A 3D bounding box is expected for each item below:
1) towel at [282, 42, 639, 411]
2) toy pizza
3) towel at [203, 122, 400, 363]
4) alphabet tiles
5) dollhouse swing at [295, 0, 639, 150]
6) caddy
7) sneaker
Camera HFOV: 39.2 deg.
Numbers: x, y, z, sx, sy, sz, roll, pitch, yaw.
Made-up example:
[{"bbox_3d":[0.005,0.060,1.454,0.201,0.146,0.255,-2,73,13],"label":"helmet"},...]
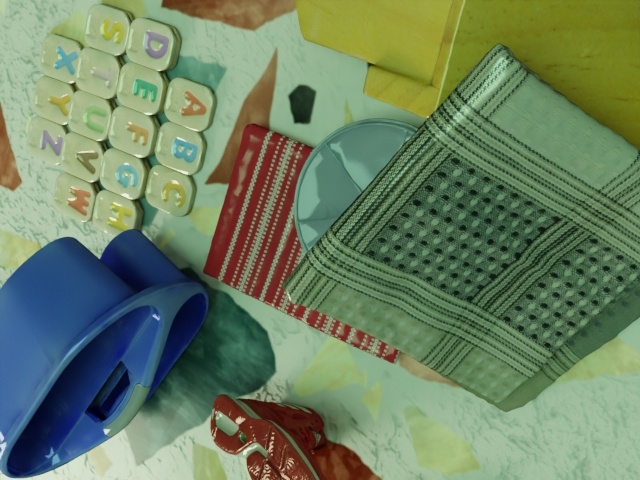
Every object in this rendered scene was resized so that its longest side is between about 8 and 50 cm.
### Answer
[{"bbox_3d":[0.177,0.021,0.837,0.324,0.056,0.312,29,118,-26],"label":"towel"},{"bbox_3d":[0.065,-0.031,0.973,0.201,0.032,0.201,4,100,24],"label":"toy pizza"},{"bbox_3d":[0.000,0.000,1.041,0.274,0.031,0.199,25,107,19],"label":"towel"},{"bbox_3d":[-0.266,-0.150,1.154,0.278,0.021,0.284,23,108,21],"label":"alphabet tiles"},{"bbox_3d":[0.177,-0.300,0.882,0.315,0.305,0.347,8,106,-17],"label":"dollhouse swing"},{"bbox_3d":[-0.279,0.147,1.091,0.179,0.241,0.341,46,116,18],"label":"caddy"},{"bbox_3d":[-0.024,0.233,1.025,0.221,0.128,0.087,34,114,51],"label":"sneaker"}]
